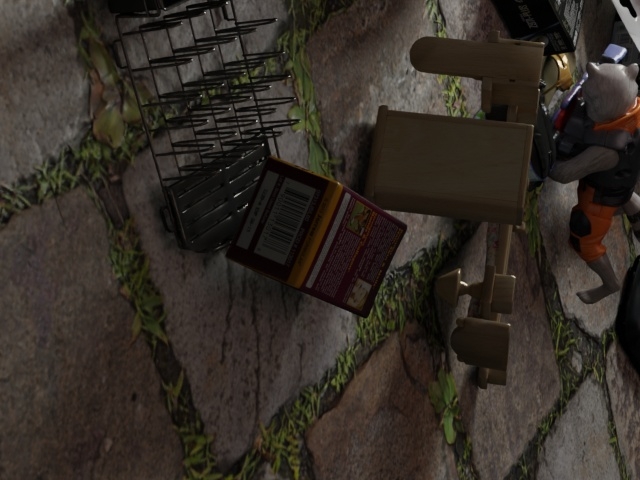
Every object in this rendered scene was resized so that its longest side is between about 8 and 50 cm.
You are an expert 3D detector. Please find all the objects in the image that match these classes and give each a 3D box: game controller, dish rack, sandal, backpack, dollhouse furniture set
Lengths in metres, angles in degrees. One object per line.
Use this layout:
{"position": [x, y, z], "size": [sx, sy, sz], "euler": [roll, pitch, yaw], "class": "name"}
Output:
{"position": [0.558, 0.161, 2.427], "size": [0.319, 0.067, 0.166], "euler": [50, 61, -45], "class": "game controller"}
{"position": [-0.090, -0.132, 1.329], "size": [0.208, 0.074, 0.272], "euler": [-37, 119, -54], "class": "dish rack"}
{"position": [0.334, -0.235, 2.083], "size": [0.180, 0.049, 0.072], "euler": [-44, 124, -52], "class": "sandal"}
{"position": [0.250, -0.133, 1.895], "size": [0.105, 0.084, 0.114], "euler": [-49, 123, -50], "class": "backpack"}
{"position": [0.156, -0.030, 1.759], "size": [0.355, 0.173, 0.303], "euler": [79, 20, -65], "class": "dollhouse furniture set"}

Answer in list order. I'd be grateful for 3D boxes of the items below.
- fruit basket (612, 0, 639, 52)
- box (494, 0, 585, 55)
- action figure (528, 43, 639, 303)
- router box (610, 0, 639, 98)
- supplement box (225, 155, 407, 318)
{"position": [0.579, -0.421, 2.284], "size": [0.353, 0.165, 0.327], "euler": [-28, 90, -35], "class": "fruit basket"}
{"position": [0.301, -0.364, 2.012], "size": [0.147, 0.077, 0.180], "euler": [51, 45, -45], "class": "box"}
{"position": [0.417, -0.126, 2.084], "size": [0.341, 0.178, 0.330], "euler": [-55, 148, -35], "class": "action figure"}
{"position": [0.567, -0.337, 2.458], "size": [0.243, 0.081, 0.309], "euler": [47, 48, -46], "class": "router box"}
{"position": [0.000, 0.000, 1.408], "size": [0.104, 0.080, 0.188], "euler": [-66, 155, -2], "class": "supplement box"}
